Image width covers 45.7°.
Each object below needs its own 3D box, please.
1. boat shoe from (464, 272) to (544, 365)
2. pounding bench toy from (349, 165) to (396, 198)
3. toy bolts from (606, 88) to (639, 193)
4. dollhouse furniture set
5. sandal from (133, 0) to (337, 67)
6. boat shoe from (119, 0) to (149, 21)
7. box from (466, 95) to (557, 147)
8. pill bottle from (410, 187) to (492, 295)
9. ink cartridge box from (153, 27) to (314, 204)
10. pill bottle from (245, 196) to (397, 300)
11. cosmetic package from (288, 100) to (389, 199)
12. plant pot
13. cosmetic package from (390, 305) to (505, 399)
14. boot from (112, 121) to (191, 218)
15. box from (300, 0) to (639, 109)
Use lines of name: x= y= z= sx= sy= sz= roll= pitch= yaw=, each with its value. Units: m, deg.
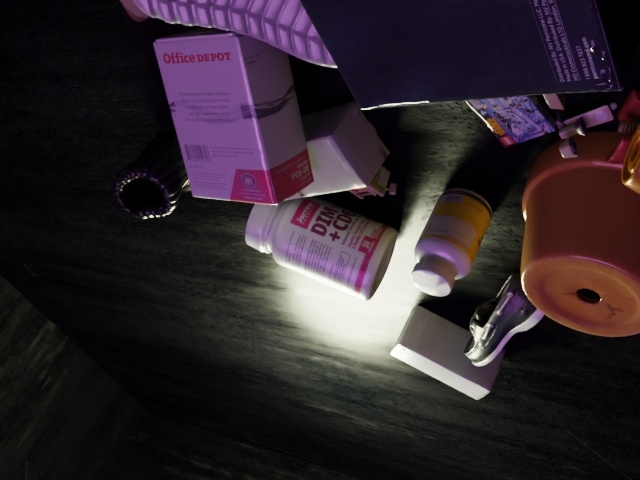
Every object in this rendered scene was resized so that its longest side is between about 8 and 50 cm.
boat shoe: x=0.359 y=0.158 z=1.552 sx=0.091 sy=0.114 sz=0.302 roll=29 pitch=139 yaw=0
pounding bench toy: x=0.094 y=-0.106 z=1.417 sx=0.083 sy=0.052 sz=0.065 roll=31 pitch=156 yaw=-37
toy bolts: x=0.466 y=-0.126 z=0.939 sx=0.158 sy=0.218 sz=0.228 roll=18 pitch=168 yaw=7
dollhouse furniture set: x=0.354 y=-0.190 z=1.047 sx=0.081 sy=0.091 sz=0.114 roll=-18 pitch=125 yaw=34
sandal: x=-0.069 y=-0.370 z=1.100 sx=0.416 sy=0.102 sz=0.169 roll=13 pitch=128 yaw=-4
boat shoe: x=-0.315 y=-0.495 z=1.133 sx=0.110 sy=0.122 sz=0.341 roll=-22 pitch=137 yaw=8
box: x=0.277 y=-0.204 z=1.132 sx=0.137 sy=0.027 sz=0.094 roll=43 pitch=146 yaw=-23
pill bottle: x=0.227 y=0.004 z=1.339 sx=0.103 sy=0.184 sz=0.103 roll=22 pitch=150 yaw=13
ink cartridge box: x=-0.144 y=-0.215 z=1.281 sx=0.207 sy=0.117 sz=0.283 roll=8 pitch=120 yaw=38
pill bottle: x=0.000 y=0.000 z=1.557 sx=0.283 sy=0.160 sz=0.160 roll=22 pitch=150 yaw=13
cosmetic package: x=-0.009 y=-0.157 z=1.381 sx=0.238 sy=0.107 sz=0.127 roll=-5 pitch=133 yaw=49
plant pot: x=0.430 y=0.007 z=1.150 sx=0.291 sy=0.203 sz=0.291 roll=22 pitch=149 yaw=14
cosmetic package: x=0.294 y=0.259 z=1.751 sx=0.231 sy=0.117 sz=0.085 roll=29 pitch=151 yaw=4
boot: x=-0.301 y=-0.133 z=1.509 sx=0.131 sy=0.260 sz=0.348 roll=32 pitch=150 yaw=-4
box: x=0.179 y=-0.303 z=0.788 sx=0.294 sy=0.296 sz=0.183 roll=2 pitch=141 yaw=39
